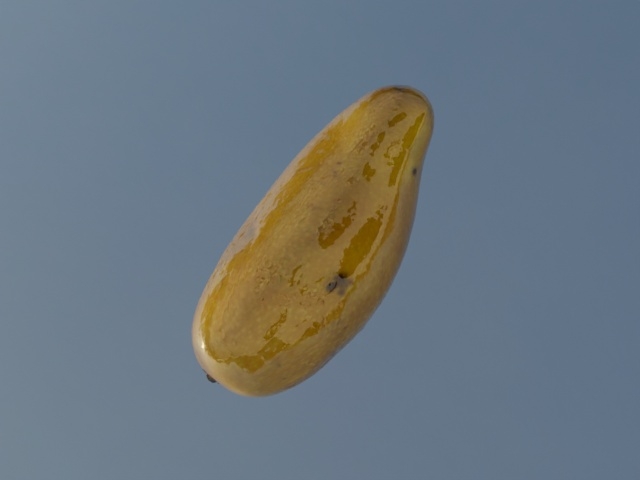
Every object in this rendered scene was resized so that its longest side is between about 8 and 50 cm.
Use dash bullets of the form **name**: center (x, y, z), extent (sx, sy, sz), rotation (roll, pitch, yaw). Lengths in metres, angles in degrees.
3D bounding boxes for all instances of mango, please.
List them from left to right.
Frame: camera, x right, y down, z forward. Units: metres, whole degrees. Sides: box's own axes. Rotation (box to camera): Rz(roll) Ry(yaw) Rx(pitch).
- **mango**: center (0.003, 0.004, 1.175), extent (0.109, 0.157, 0.262), rotation (40, -95, -15)
